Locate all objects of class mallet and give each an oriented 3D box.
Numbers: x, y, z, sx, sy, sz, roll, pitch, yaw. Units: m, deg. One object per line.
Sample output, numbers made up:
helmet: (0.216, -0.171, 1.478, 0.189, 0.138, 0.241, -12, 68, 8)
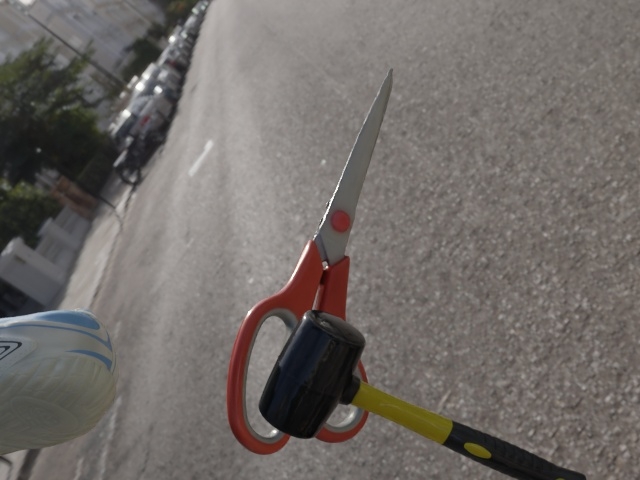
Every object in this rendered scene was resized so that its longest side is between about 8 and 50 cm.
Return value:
mallet: (0.056, 0.107, 0.426, 0.062, 0.189, 0.039, -55, 13, 10)

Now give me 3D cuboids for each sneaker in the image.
sneaker: (-0.235, 0.094, 0.454, 0.237, 0.085, 0.086, -11, 25, -12)

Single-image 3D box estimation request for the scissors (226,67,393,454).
scissors: (0.000, 0.000, 0.558, 0.021, 0.109, 0.297, -15, 65, 61)
